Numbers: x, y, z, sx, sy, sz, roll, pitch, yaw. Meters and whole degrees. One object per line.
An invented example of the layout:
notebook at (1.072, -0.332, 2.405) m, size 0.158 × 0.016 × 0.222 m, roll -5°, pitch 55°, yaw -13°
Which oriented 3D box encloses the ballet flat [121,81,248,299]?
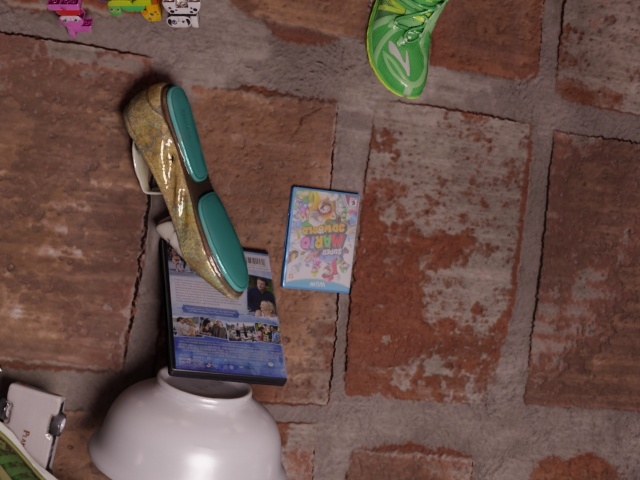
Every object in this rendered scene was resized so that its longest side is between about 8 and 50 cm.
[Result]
ballet flat at (-0.214, -0.067, 1.811) m, size 0.123 × 0.123 × 0.348 m, roll -21°, pitch 95°, yaw -19°

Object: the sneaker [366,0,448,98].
sneaker at (0.146, -0.380, 1.924) m, size 0.109 × 0.123 × 0.295 m, roll 3°, pitch 93°, yaw -21°

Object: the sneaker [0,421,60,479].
sneaker at (-0.451, 0.369, 1.629) m, size 0.410 × 0.182 × 0.158 m, roll 33°, pitch 98°, yaw -8°

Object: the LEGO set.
LEGO set at (-0.283, -0.353, 1.783) m, size 0.227 × 0.093 × 0.087 m, roll 1°, pitch 56°, yaw 5°

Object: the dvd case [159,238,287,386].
dvd case at (-0.152, 0.107, 1.805) m, size 0.180 × 0.022 × 0.253 m, roll 7°, pitch 47°, yaw -20°

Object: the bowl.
bowl at (-0.182, 0.268, 1.733) m, size 0.298 × 0.298 × 0.134 m, roll 8°, pitch 103°, yaw -21°

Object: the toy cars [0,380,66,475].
toy cars at (-0.388, 0.386, 1.782) m, size 0.177 × 0.087 × 0.393 m, roll -23°, pitch 100°, yaw 13°

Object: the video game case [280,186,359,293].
video game case at (0.000, 0.000, 1.947) m, size 0.119 × 0.015 × 0.166 m, roll 6°, pitch 91°, yaw -21°

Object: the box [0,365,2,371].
box at (-0.534, 0.070, 1.594) m, size 0.077 × 0.307 × 0.242 m, roll -33°, pitch 103°, yaw -12°
